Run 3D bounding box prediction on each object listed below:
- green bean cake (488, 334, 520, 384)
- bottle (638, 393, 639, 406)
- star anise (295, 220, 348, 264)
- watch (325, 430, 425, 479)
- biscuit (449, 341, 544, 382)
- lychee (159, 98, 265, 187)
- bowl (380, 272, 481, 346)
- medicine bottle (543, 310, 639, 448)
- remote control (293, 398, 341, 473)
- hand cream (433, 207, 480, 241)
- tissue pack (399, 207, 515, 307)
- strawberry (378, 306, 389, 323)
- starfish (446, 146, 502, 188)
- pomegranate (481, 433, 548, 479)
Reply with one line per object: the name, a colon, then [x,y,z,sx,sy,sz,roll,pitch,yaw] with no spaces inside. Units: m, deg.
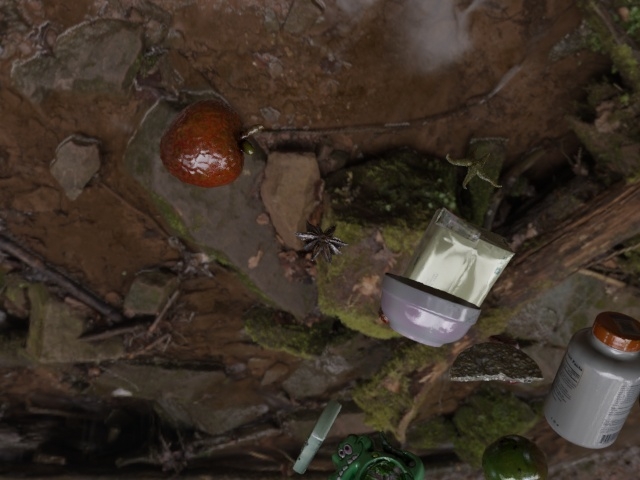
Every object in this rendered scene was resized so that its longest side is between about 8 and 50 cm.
green bean cake: [0.570,0.364,1.572,0.057,0.135,0.135,-6,180,-8]
bottle: [0.962,0.396,1.276,0.272,0.143,0.156,-14,142,2]
star anise: [0.000,0.000,1.876,0.195,0.182,0.065,-44,171,-34]
watch: [0.103,0.403,0.826,0.131,0.165,0.152,-49,139,-27]
biscuit: [0.492,0.345,1.455,0.250,0.133,0.032,-2,131,11]
lychee: [-0.310,-0.277,1.468,0.300,0.255,0.255,-2,135,-8]
bowl: [0.295,0.206,1.459,0.287,0.287,0.143,17,95,-31]
medicine bottle: [0.601,0.296,1.104,0.157,0.157,0.288,-3,120,-15]
remote control: [-0.014,0.651,1.686,0.050,0.145,0.343,29,137,10]
hand cream: [0.428,-0.043,1.592,0.143,0.039,0.061,32,110,10]
tissue pack: [0.488,0.112,1.915,0.297,0.207,0.380,22,113,-3]
strawberry: [0.281,0.299,2.060,0.097,0.083,0.083,28,128,4]
starfish: [0.540,-0.252,1.775,0.217,0.223,0.050,36,148,-4]
pomegranate: [0.562,0.671,1.447,0.182,0.224,0.181,-9,142,-8]
